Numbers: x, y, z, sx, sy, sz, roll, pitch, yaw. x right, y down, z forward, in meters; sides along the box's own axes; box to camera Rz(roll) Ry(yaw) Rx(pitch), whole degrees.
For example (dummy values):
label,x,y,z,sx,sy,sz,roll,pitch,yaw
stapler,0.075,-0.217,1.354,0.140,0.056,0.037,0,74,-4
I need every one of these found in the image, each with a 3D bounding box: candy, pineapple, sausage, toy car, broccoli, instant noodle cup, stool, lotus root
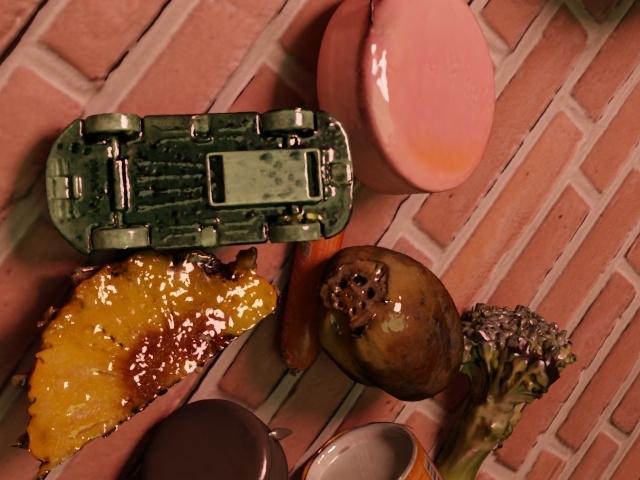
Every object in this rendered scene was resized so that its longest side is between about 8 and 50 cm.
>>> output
label,x,y,z,sx,sy,sz,roll,pitch,yaw
candy,0.099,-0.176,1.056,0.255,0.094,0.255,0,90,-46
pineapple,-0.196,0.095,0.991,0.334,0.158,0.161,-39,85,-22
sausage,0.000,0.000,1.118,0.053,0.053,0.347,4,105,-35
toy car,-0.121,-0.059,0.967,0.306,0.125,0.136,-4,90,-11
broccoli,0.234,0.232,1.323,0.145,0.165,0.304,-28,141,-60
instant noodle cup,0.079,0.351,1.214,0.216,0.216,0.172,-34,114,-20
stool,-0.135,0.277,1.089,0.139,0.228,0.153,58,28,-54
lotus root,0.092,0.104,1.129,0.275,0.152,0.160,52,51,-62
